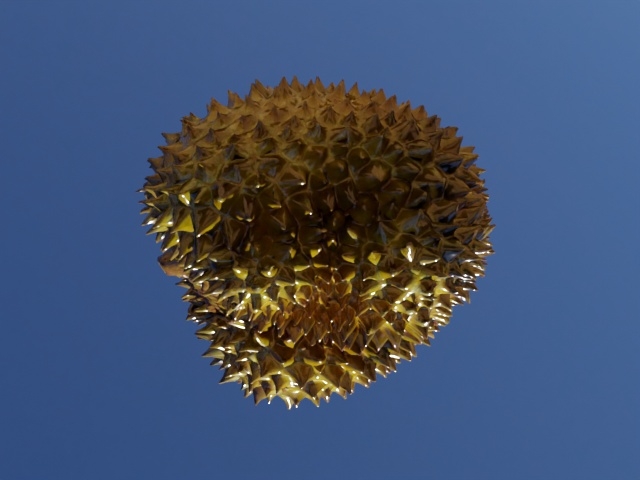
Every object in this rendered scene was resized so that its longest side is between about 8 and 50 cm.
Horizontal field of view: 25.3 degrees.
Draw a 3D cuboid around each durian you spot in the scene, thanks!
[{"bbox_3d":[0.000,0.000,0.656,0.168,0.158,0.137,-7,-120,-13],"label":"durian"}]
